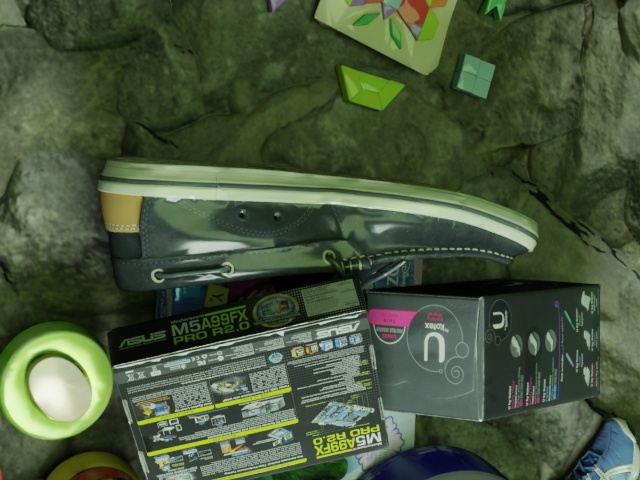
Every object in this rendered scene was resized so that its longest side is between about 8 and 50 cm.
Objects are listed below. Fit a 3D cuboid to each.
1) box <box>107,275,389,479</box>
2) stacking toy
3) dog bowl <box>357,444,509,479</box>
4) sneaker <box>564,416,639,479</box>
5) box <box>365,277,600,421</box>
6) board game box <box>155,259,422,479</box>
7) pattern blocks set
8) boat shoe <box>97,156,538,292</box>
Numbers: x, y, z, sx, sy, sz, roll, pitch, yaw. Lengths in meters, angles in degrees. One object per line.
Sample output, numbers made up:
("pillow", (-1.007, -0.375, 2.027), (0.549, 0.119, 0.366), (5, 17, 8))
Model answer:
("box", (-0.072, 0.160, 1.711), (0.270, 0.060, 0.216), (-13, 131, -2))
("stacking toy", (-0.322, 0.245, 1.700), (0.309, 0.130, 0.279), (-8, 108, -23))
("dog bowl", (0.136, 0.381, 1.910), (0.265, 0.104, 0.265), (-9, 114, -21))
("sneaker", (0.341, 0.321, 2.052), (0.081, 0.080, 0.211), (28, 79, -25))
("box", (0.194, 0.122, 1.882), (0.270, 0.165, 0.143), (-3, 93, -52))
("board game box", (-0.036, 0.123, 1.886), (0.318, 0.066, 0.319), (2, 91, -24))
("pattern blocks set", (0.085, -0.299, 1.949), (0.325, 0.026, 0.285), (8, 89, -24))
("boat shoe", (0.000, 0.000, 1.771), (0.500, 0.187, 0.156), (3, 94, -19))
